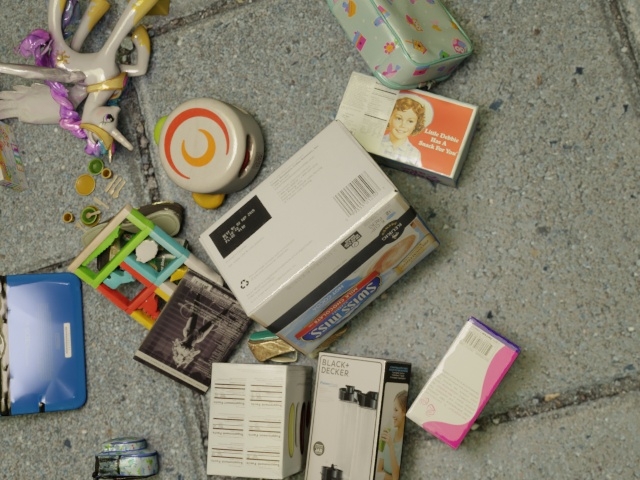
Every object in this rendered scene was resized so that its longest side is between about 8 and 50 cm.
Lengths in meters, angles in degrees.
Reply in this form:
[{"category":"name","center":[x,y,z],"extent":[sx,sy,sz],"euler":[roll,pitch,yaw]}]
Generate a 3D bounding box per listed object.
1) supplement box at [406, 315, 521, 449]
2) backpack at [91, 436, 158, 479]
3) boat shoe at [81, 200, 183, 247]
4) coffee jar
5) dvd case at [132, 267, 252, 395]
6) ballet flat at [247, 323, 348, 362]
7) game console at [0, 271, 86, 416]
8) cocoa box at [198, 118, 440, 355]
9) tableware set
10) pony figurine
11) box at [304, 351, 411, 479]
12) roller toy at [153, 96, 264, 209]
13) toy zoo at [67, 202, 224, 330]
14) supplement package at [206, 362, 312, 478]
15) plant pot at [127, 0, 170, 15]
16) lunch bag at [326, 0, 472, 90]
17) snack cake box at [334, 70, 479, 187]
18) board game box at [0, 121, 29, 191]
[{"category":"supplement box","center":[0.268,0.264,1.658],"extent":[0.111,0.114,0.220],"euler":[34,89,14]},{"category":"backpack","center":[-0.386,0.438,1.788],"extent":[0.114,0.105,0.084],"euler":[0,83,8]},{"category":"boat shoe","center":[-0.393,-0.026,1.877],"extent":[0.227,0.069,0.081],"euler":[-13,121,15]},{"category":"coffee jar","center":[-0.366,0.032,1.823],"extent":[0.184,0.079,0.096],"euler":[9,128,-1]},{"category":"dvd case","center":[-0.249,0.185,1.780],"extent":[0.164,0.018,0.221],"euler":[30,101,-13]},{"category":"ballet flat","center":[-0.041,0.204,1.771],"extent":[0.206,0.073,0.067],"euler":[-9,107,14]},{"category":"game console","center":[-0.643,0.227,1.918],"extent":[0.250,0.173,0.293],"euler":[-2,81,-19]},{"category":"cocoa box","center":[0.000,0.000,1.669],"extent":[0.347,0.228,0.231],"euler":[-40,52,5]},{"category":"tableware set","center":[-0.501,-0.098,1.933],"extent":[0.104,0.024,0.154],"euler":[36,91,15]},{"category":"pony figurine","center":[-0.528,-0.361,1.866],"extent":[0.351,0.303,0.363],"euler":[12,78,0]},{"category":"box","center":[0.067,0.361,1.670],"extent":[0.169,0.087,0.290],"euler":[2,81,43]},{"category":"roller toy","center":[-0.217,-0.187,1.818],"extent":[0.191,0.146,0.209],"euler":[-29,82,17]},{"category":"toy zoo","center":[-0.331,0.081,1.784],"extent":[0.293,0.030,0.192],"euler":[41,113,-18]},{"category":"supplement package","center":[-0.111,0.336,1.692],"extent":[0.149,0.194,0.203],"euler":[0,83,14]},{"category":"plant pot","center":[-0.380,-0.545,1.938],"extent":[0.081,0.083,0.081],"euler":[4,82,14]},{"category":"lunch bag","center":[0.157,-0.422,1.737],"extent":[0.279,0.224,0.108],"euler":[57,135,12]},{"category":"snack cake box","center":[0.166,-0.221,1.763],"extent":[0.264,0.089,0.152],"euler":[19,85,15]},{"category":"board game box","center":[-0.695,-0.189,1.949],"extent":[0.026,0.103,0.154],"euler":[-21,78,9]}]
